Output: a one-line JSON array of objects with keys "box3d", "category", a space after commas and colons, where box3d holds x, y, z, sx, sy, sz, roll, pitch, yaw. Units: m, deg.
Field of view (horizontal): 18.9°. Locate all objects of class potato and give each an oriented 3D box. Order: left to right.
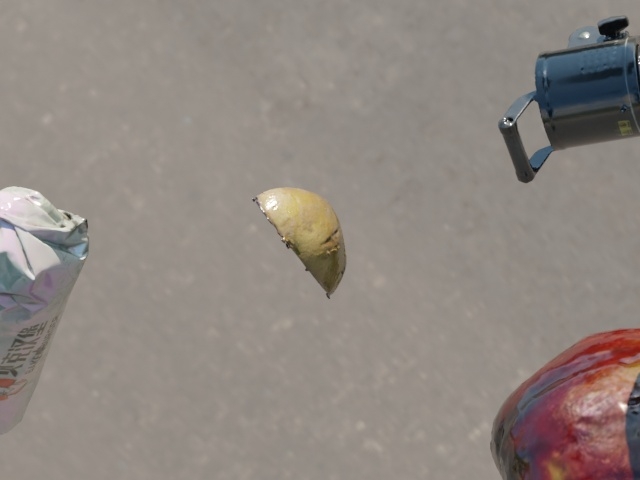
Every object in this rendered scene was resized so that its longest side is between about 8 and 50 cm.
[{"box3d": [0.000, 0.000, 1.165, 0.036, 0.093, 0.037, -37, 45, 1], "category": "potato"}]

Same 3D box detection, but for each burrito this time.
[{"box3d": [-0.154, 0.038, 0.897, 0.203, 0.064, 0.064, 123, 161, -54], "category": "burrito"}]

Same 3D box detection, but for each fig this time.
[{"box3d": [0.240, 0.163, 1.338, 0.263, 0.224, 0.224, -9, 51, 41], "category": "fig"}]

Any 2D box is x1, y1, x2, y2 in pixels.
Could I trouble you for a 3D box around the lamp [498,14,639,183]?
[{"box3d": [0.297, -0.153, 1.847, 0.227, 0.147, 0.172, -7, 44, 20], "category": "lamp"}]
